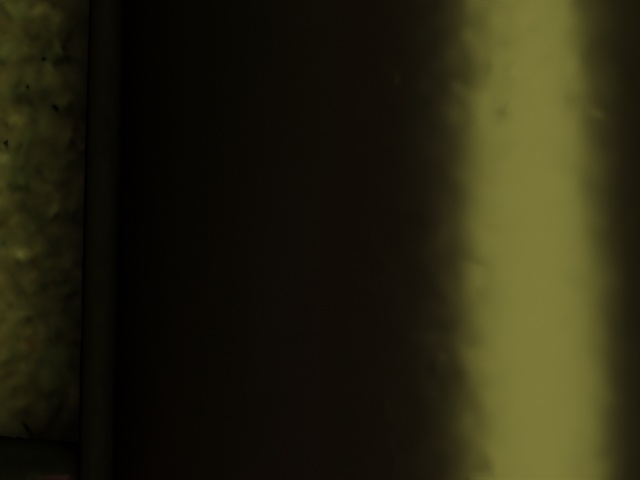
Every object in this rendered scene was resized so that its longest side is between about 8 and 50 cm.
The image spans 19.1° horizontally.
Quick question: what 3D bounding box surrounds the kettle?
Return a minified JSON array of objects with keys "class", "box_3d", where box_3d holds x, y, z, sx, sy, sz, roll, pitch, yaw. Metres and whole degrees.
[{"class":"kettle","box_3d":[0.010,-0.001,0.557,0.203,0.262,0.308,-9,98,-58]}]
